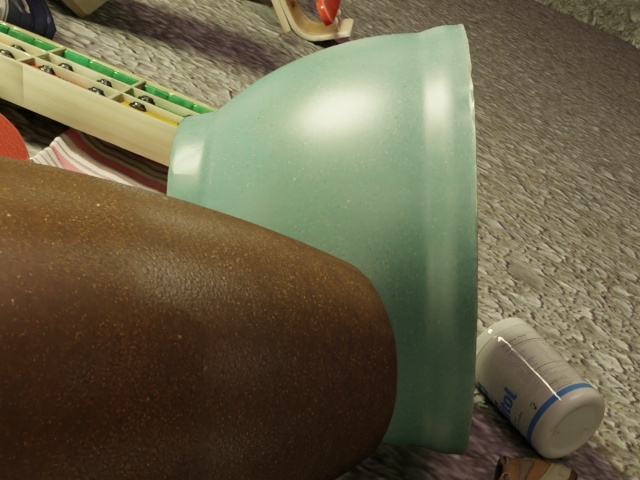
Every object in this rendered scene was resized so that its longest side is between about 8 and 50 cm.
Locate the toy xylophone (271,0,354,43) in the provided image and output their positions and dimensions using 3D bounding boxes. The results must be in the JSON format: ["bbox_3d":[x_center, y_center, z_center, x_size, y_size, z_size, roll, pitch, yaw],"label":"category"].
[{"bbox_3d":[-0.045,-0.437,1.776,0.236,0.081,0.323,-86,153,-61],"label":"toy xylophone"}]

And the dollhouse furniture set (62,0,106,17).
[{"bbox_3d":[-0.297,-0.476,1.263,0.394,0.256,0.362,47,9,-51],"label":"dollhouse furniture set"}]

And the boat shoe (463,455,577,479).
[{"bbox_3d":[0.119,0.188,0.773,0.072,0.068,0.190,21,9,17],"label":"boat shoe"}]

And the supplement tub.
[{"bbox_3d":[0.178,0.122,0.964,0.071,0.071,0.107,9,28,-40],"label":"supplement tub"}]

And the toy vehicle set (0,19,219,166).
[{"bbox_3d":[-0.225,-0.142,1.075,0.266,0.035,0.166,22,14,-3],"label":"toy vehicle set"}]

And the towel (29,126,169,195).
[{"bbox_3d":[-0.169,-0.056,1.013,0.144,0.029,0.197,27,21,-4],"label":"towel"}]

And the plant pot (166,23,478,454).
[{"bbox_3d":[0.000,0.000,0.804,0.196,0.293,0.293,0,23,3],"label":"plant pot"}]

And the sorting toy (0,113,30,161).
[{"bbox_3d":[-0.136,0.060,0.739,0.365,0.127,0.126,40,-5,21],"label":"sorting toy"}]

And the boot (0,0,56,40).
[{"bbox_3d":[-0.357,-0.271,1.239,0.086,0.069,0.190,12,33,-50],"label":"boot"}]

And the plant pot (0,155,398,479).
[{"bbox_3d":[-0.086,0.064,0.537,0.230,0.215,0.215,0,34,-32],"label":"plant pot"}]
